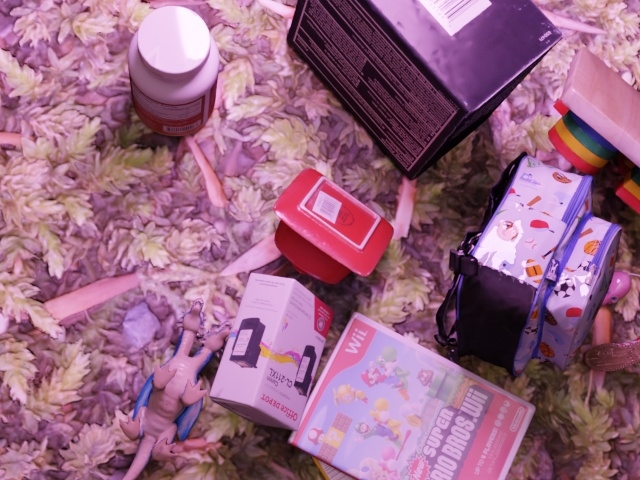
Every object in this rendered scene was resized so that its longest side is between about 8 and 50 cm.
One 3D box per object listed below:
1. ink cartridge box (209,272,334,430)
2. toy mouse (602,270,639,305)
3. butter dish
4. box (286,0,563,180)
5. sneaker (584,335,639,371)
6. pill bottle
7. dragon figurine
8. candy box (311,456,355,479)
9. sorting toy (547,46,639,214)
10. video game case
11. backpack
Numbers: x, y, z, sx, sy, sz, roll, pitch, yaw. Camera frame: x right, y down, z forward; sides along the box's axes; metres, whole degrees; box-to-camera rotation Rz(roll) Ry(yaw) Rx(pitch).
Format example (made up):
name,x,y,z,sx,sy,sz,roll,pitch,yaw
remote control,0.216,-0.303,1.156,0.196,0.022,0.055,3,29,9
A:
name,x,y,z,sx,sy,sz,roll,pitch,yaw
ink cartridge box,-0.061,0.149,1.289,0.072,0.127,0.175,6,69,31
toy mouse,0.403,0.056,1.438,0.161,0.031,0.143,24,76,-3
butter dish,0.000,0.000,1.355,0.160,0.118,0.160,36,33,-1
box,0.124,-0.280,1.335,0.183,0.294,0.296,-39,86,-16
sneaker,0.446,0.163,1.422,0.118,0.067,0.042,-14,81,19
pill bottle,-0.197,-0.228,1.317,0.121,0.216,0.121,2,77,-8
dragon figurine,-0.203,0.219,1.285,0.085,0.144,0.289,26,93,-1
candy box,0.100,0.287,1.346,0.206,0.027,0.105,-30,80,-13
sorting toy,0.433,-0.136,1.391,0.255,0.257,0.089,40,119,-1
video game case,0.126,0.251,1.331,0.285,0.025,0.204,28,73,2
backpack,0.286,0.027,1.311,0.213,0.276,0.263,18,63,10
